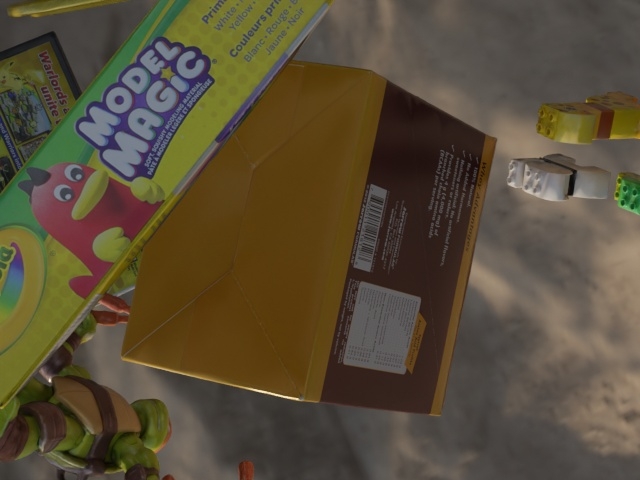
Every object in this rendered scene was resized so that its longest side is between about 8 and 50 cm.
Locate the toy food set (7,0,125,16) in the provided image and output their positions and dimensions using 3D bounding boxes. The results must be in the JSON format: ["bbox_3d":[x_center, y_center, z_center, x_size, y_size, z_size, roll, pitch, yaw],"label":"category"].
[{"bbox_3d":[-0.089,-0.185,0.930,0.218,0.128,0.071,-7,102,16],"label":"toy food set"}]

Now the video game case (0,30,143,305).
[{"bbox_3d":[-0.328,-0.037,1.581,0.275,0.248,0.035,67,165,-7],"label":"video game case"}]

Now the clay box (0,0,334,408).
[{"bbox_3d":[-0.065,-0.042,0.599,0.053,0.222,0.127,38,176,-5],"label":"clay box"}]

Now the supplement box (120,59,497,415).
[{"bbox_3d":[0.000,0.000,0.978,0.129,0.194,0.191,10,86,29],"label":"supplement box"}]

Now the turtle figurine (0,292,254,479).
[{"bbox_3d":[-0.173,0.109,1.053,0.087,0.217,0.269,-47,54,16],"label":"turtle figurine"}]

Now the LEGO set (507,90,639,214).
[{"bbox_3d":[0.189,-0.048,0.991,0.227,0.093,0.087,29,118,55],"label":"LEGO set"}]
